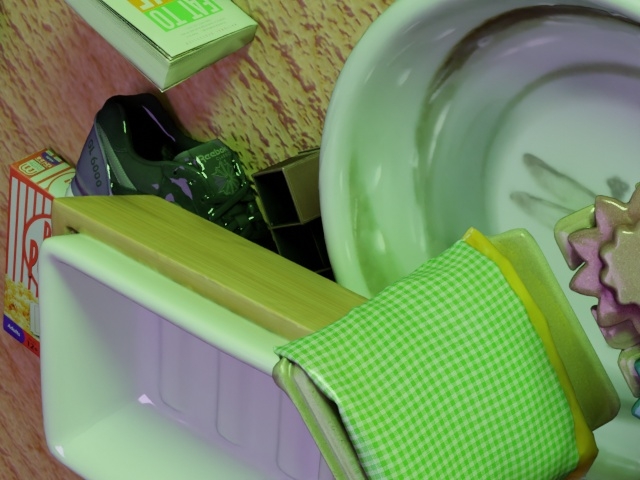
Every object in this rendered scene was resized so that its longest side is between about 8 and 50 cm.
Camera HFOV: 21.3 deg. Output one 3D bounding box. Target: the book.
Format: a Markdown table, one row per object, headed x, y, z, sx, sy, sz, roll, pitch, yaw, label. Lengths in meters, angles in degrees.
| x | y | z | sx | sy | sz | roll | pitch | yaw | label |
| --- | --- | --- | --- | --- | --- | --- | --- | --- | --- |
| -0.130 | -0.181 | 1.270 | 0.144 | 0.096 | 0.035 | 41 | 136 | 19 | book |

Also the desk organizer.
| x | y | z | sx | sy | sz | roll | pitch | yaw | label |
| --- | --- | --- | --- | --- | --- | --- | --- | --- | --- |
| 0.000 | 0.000 | 1.255 | 0.047 | 0.050 | 0.130 | -8 | 104 | 54 | desk organizer |

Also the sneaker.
| x | y | z | sx | sy | sz | roll | pitch | yaw | label |
| --- | --- | --- | --- | --- | --- | --- | --- | --- | --- |
| -0.090 | -0.007 | 1.330 | 0.283 | 0.107 | 0.124 | 39 | 129 | 22 | sneaker |

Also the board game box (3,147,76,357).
| x | y | z | sx | sy | sz | roll | pitch | yaw | label |
| --- | --- | --- | --- | --- | --- | --- | --- | --- | --- |
| -0.217 | 0.035 | 1.520 | 0.146 | 0.045 | 0.193 | 33 | 132 | 27 | board game box |

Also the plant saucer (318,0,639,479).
| x | y | z | sx | sy | sz | roll | pitch | yaw | label |
| --- | --- | --- | --- | --- | --- | --- | --- | --- | --- |
| 0.178 | 0.007 | 1.070 | 0.400 | 0.100 | 0.400 | 23 | 127 | 35 | plant saucer |

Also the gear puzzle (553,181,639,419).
| x | y | z | sx | sy | sz | roll | pitch | yaw | label |
| --- | --- | --- | --- | --- | --- | --- | --- | --- | --- |
| 0.301 | 0.000 | 0.865 | 0.339 | 0.044 | 0.175 | -25 | 94 | 16 | gear puzzle |

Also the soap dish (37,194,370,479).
| x | y | z | sx | sy | sz | roll | pitch | yaw | label |
| --- | --- | --- | --- | --- | --- | --- | --- | --- | --- |
| -0.064 | 0.108 | 1.197 | 0.291 | 0.118 | 0.229 | 25 | 129 | 28 | soap dish |

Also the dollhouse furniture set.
| x | y | z | sx | sy | sz | roll | pitch | yaw | label |
| --- | --- | --- | --- | --- | --- | --- | --- | --- | --- |
| 0.143 | 0.137 | 0.955 | 0.151 | 0.197 | 0.301 | -25 | 95 | 51 | dollhouse furniture set |

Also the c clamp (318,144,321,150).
| x | y | z | sx | sy | sz | roll | pitch | yaw | label |
| --- | --- | --- | --- | --- | --- | --- | --- | --- | --- |
| 0.050 | -0.002 | 1.255 | 0.137 | 0.022 | 0.161 | 15 | 123 | 47 | c clamp |
